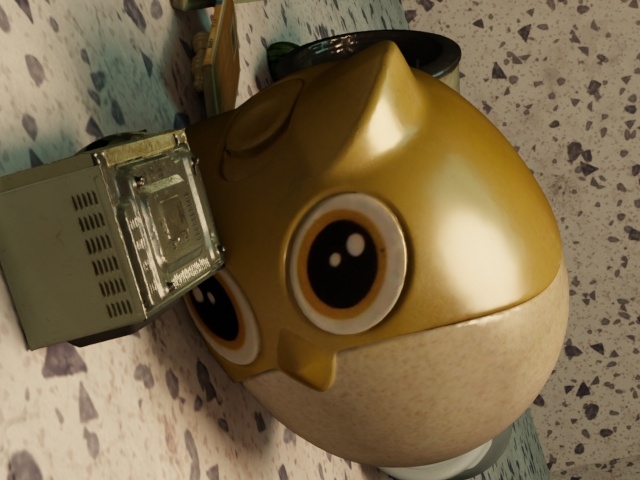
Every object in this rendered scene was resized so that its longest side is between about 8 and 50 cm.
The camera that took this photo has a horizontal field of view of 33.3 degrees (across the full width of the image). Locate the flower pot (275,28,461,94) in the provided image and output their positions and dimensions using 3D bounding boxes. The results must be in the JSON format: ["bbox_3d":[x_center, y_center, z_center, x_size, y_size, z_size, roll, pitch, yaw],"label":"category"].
[{"bbox_3d":[0.089,-0.147,1.741,0.293,0.293,0.330,-74,160,-63],"label":"flower pot"}]

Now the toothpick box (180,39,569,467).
[{"bbox_3d":[0.044,0.016,1.184,0.425,0.409,0.409,51,25,-30],"label":"toothpick box"}]

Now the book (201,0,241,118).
[{"bbox_3d":[-0.130,-0.229,1.426,0.242,0.018,0.170,-87,176,-48],"label":"book"}]

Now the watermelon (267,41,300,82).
[{"bbox_3d":[-0.044,-0.291,1.817,0.105,0.062,0.105,42,41,-53],"label":"watermelon"}]

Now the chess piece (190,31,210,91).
[{"bbox_3d":[-0.156,-0.232,1.412,0.035,0.035,0.092,58,26,-47],"label":"chess piece"}]

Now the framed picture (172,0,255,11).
[{"bbox_3d":[-0.105,-0.449,1.501,0.324,0.020,0.241,-35,139,-62],"label":"framed picture"}]

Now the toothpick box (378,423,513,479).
[{"bbox_3d":[0.193,0.301,1.810,0.354,0.263,0.263,35,42,-68],"label":"toothpick box"}]

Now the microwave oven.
[{"bbox_3d":[-0.176,-0.009,0.935,0.205,0.129,0.163,-43,116,-72],"label":"microwave oven"}]
